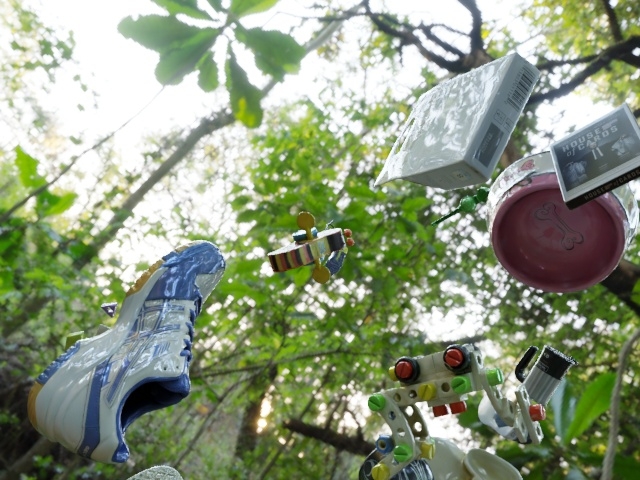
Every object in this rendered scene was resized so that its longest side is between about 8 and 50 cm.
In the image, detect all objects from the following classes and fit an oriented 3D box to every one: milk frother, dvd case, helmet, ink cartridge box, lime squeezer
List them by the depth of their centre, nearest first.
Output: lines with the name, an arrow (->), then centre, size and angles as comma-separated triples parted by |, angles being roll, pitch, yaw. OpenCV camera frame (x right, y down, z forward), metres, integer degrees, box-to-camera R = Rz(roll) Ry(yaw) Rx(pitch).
dvd case -> 0.564, -0.173, 1.394 | 0.179, 0.238, 0.029 | -30, -63, 27
helmet -> 0.182, 0.563, 1.582 | 0.161, 0.169, 0.169 | 50, -12, 40
ink cartridge box -> 0.313, -0.257, 1.654 | 0.091, 0.308, 0.385 | 34, -18, -19
milk frother -> 0.595, 0.350, 1.785 | 0.143, 0.134, 0.129 | 27, 9, -19
lime squeezer -> 0.522, -0.125, 2.347 | 0.310, 0.110, 0.059 | -31, -76, 38

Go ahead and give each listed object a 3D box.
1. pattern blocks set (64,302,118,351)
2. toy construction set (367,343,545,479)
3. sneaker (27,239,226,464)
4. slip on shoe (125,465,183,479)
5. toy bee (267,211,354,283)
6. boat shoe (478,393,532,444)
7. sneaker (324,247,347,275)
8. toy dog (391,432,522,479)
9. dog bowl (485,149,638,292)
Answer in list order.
pattern blocks set -> -0.537, 0.311, 1.824 | 0.285, 0.026, 0.324 | 10, -65, 2
toy construction set -> 0.228, 0.306, 1.243 | 0.328, 0.215, 0.151 | -16, -15, 18
sneaker -> -0.186, 0.127, 0.800 | 0.131, 0.296, 0.112 | 28, -33, 17
slip on shoe -> -0.352, 0.457, 1.028 | 0.123, 0.331, 0.101 | 41, -35, 47
toy bee -> 0.000, 0.000, 1.910 | 0.162, 0.298, 0.195 | -8, -56, 42
boat shoe -> 0.460, 0.440, 1.693 | 0.076, 0.080, 0.228 | 31, -2, -8
sneaker -> 0.048, 0.077, 2.358 | 0.053, 0.144, 0.059 | 33, -40, 2
toy dog -> 0.327, 0.740, 1.921 | 0.395, 0.284, 0.408 | 30, -30, 25
dog bowl -> 0.648, -0.033, 1.883 | 0.408, 0.150, 0.408 | 10, -58, 17
